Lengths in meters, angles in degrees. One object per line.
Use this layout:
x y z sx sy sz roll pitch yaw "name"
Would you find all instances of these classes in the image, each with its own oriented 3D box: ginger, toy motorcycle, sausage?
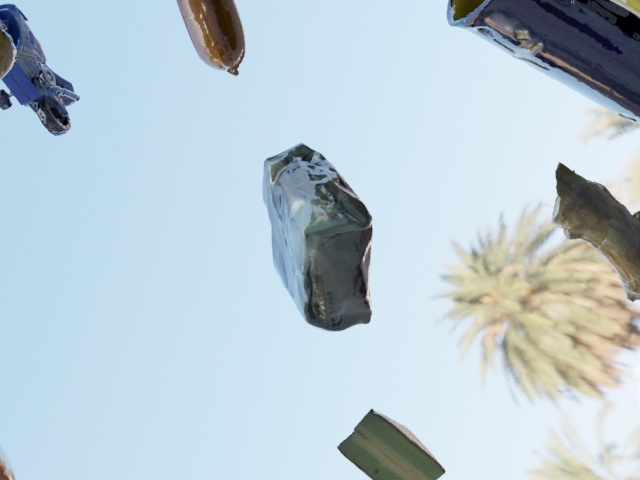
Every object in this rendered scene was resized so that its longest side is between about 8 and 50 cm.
0.219 -0.011 0.823 0.137 0.044 0.057 40 -128 -16 "ginger"
-0.380 -0.227 1.356 0.205 0.076 0.114 57 -164 -36 "toy motorcycle"
-0.117 -0.247 1.051 0.062 0.054 0.183 -75 -31 -65 "sausage"

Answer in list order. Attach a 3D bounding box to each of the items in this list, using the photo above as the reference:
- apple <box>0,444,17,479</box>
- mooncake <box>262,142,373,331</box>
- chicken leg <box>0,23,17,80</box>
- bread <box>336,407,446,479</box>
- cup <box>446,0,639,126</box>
-0.298 0.188 0.686 0.199 0.199 0.199 -35 -46 -46 "apple"
0.000 0.000 0.879 0.073 0.125 0.130 -13 -51 -15 "mooncake"
-0.449 -0.188 1.181 0.087 0.252 0.107 50 -153 -48 "chicken leg"
0.089 0.273 1.332 0.074 0.084 0.139 -45 -30 1 "bread"
0.261 -0.186 0.933 0.178 0.256 0.255 -51 16 42 "cup"
